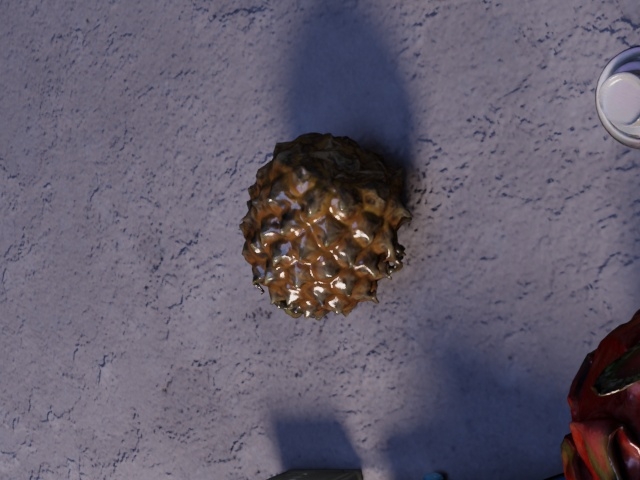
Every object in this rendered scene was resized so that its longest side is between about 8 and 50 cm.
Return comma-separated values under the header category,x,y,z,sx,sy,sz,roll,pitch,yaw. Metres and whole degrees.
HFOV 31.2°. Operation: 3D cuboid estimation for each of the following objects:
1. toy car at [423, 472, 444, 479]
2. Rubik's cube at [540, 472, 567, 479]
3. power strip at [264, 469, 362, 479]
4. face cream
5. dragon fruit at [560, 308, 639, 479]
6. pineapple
category,x,y,z,sx,sy,sz,roll,pitch,yaw
toy car,0.113,0.321,1.116,0.126,0.098,0.161,41,152,53
Rubik's cube,0.134,0.366,1.012,0.250,0.284,0.234,0,132,18
power strip,0.001,0.267,1.197,0.175,0.075,0.042,-10,92,40
face cream,0.261,-0.103,0.801,0.075,0.229,0.075,9,105,39
dragon fruit,0.299,0.123,0.839,0.234,0.234,0.293,21,97,36
pineapple,0.000,0.000,1.099,0.166,0.166,0.193,41,129,28
